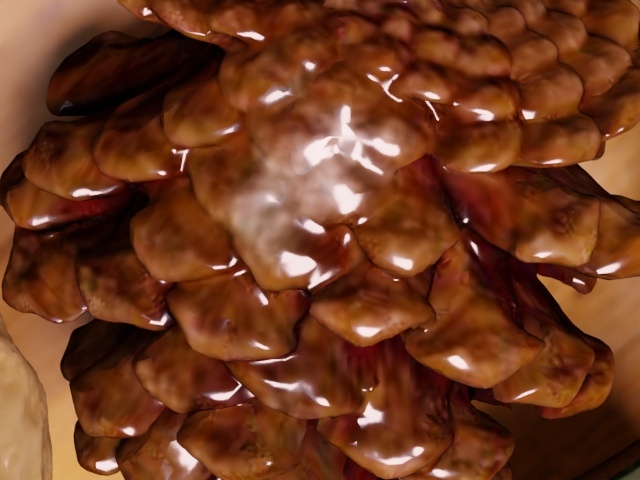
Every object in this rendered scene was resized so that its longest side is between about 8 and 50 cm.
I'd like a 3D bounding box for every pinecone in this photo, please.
[{"bbox_3d":[-0.002,0.001,0.514,0.185,0.168,0.212,37,113,28],"label":"pinecone"}]

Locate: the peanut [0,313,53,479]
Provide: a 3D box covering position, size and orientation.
[{"bbox_3d":[-0.181,0.028,0.510,0.233,0.110,0.196,42,139,-11],"label":"peanut"}]

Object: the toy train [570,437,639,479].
[{"bbox_3d":[0.133,0.160,0.527,0.129,0.159,0.326,-33,137,2],"label":"toy train"}]
